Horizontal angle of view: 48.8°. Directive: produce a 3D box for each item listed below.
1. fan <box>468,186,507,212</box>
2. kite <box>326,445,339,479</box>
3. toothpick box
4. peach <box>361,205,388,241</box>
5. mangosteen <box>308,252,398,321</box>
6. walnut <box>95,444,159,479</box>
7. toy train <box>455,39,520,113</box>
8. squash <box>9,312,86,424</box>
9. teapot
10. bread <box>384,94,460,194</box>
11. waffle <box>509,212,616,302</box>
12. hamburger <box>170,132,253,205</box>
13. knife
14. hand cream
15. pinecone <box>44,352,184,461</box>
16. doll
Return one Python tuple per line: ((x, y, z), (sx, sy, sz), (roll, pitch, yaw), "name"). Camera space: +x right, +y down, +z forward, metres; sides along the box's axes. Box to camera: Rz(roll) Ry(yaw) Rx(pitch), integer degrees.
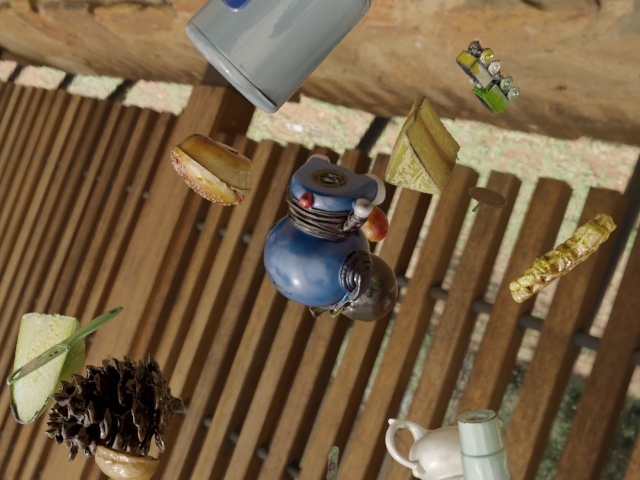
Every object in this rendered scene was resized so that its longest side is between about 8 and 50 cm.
((0.331, -0.081, 1.432), (0.085, 0.005, 0.133), (27, -147, 21), "fan")
((0.019, 0.664, 1.724), (0.335, 0.315, 0.011), (7, 159, -15), "kite")
((-0.061, -0.444, 1.320), (0.263, 0.354, 0.263), (45, -173, -7), "toothpick box")
((0.146, -0.041, 1.824), (0.061, 0.098, 0.098), (9, 170, 46), "peach")
((0.097, 0.163, 2.164), (0.231, 0.289, 0.231), (43, 157, 23), "mangosteen")
((-0.339, 0.391, 1.221), (0.121, 0.052, 0.091), (6, 160, 22), "walnut")
((0.361, -0.351, 1.532), (0.202, 0.081, 0.060), (34, -167, -45), "toy train")
((-0.624, 0.283, 1.565), (0.236, 0.204, 0.155), (-1, -155, 42), "squash")
((0.286, 0.461, 1.561), (0.298, 0.140, 0.204), (7, 149, -24), "teapot")
((0.231, -0.222, 1.661), (0.141, 0.178, 0.266), (-12, -155, 23), "bread")
((0.514, 0.043, 1.519), (0.056, 0.253, 0.249), (55, 159, 19), "waffle")
((-0.277, -0.181, 1.799), (0.236, 0.147, 0.237), (29, -176, -2), "hamburger")
((-0.400, 0.164, 1.119), (0.030, 0.207, 0.014), (28, 143, 43), "knife")
((0.224, 0.377, 0.871), (0.085, 0.332, 0.058), (-12, 180, -13), "hand cream")
((-0.417, 0.342, 1.445), (0.272, 0.224, 0.224), (1, -178, -15), "pinecone")
((0.000, 0.000, 1.534), (0.284, 0.310, 0.240), (32, -141, 32), "doll")
